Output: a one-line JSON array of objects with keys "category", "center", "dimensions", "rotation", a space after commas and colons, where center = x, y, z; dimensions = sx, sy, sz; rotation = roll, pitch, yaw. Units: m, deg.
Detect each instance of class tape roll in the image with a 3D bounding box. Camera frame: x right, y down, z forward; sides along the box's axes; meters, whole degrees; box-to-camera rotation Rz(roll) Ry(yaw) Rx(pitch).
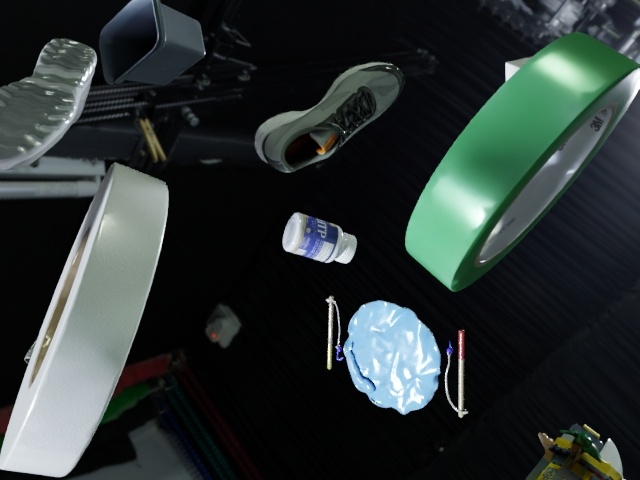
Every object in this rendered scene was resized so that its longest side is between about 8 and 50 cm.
[{"category": "tape roll", "center": [-0.301, 0.091, 0.676], "dimensions": [0.072, 0.392, 0.392], "rotation": [21, -58, -26]}, {"category": "tape roll", "center": [0.239, -0.081, 0.637], "dimensions": [0.321, 0.077, 0.321], "rotation": [-38, -23, -19]}]

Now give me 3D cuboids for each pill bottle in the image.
[{"category": "pill bottle", "center": [0.000, 0.000, 1.472], "dimensions": [0.186, 0.112, 0.112], "rotation": [17, -53, -22]}]

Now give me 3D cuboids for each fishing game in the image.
[{"category": "fishing game", "center": [0.118, 0.188, 0.860], "dimensions": [0.041, 0.264, 0.189], "rotation": [-13, -76, -49]}]

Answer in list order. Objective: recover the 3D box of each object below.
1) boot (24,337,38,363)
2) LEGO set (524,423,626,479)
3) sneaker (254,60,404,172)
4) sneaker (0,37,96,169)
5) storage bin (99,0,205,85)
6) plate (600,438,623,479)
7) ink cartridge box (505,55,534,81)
[{"category": "boot", "center": [-0.562, 0.226, 1.255], "dimensions": [0.189, 0.209, 0.076], "rotation": [19, -53, -15]}, {"category": "LEGO set", "center": [0.305, 0.236, 0.394], "dimensions": [0.192, 0.255, 0.331], "rotation": [-44, -57, -13]}, {"category": "sneaker", "center": [0.027, -0.192, 0.863], "dimensions": [0.271, 0.108, 0.100], "rotation": [-33, -51, -3]}, {"category": "sneaker", "center": [-0.412, -0.189, 0.804], "dimensions": [0.115, 0.105, 0.281], "rotation": [117, 168, -45]}, {"category": "storage bin", "center": [-0.232, -0.276, 0.739], "dimensions": [0.135, 0.098, 0.091], "rotation": [-18, -9, 37]}, {"category": "plate", "center": [0.419, 0.489, 0.826], "dimensions": [0.278, 0.045, 0.278], "rotation": [-5, -75, -51]}, {"category": "ink cartridge box", "center": [0.536, -0.382, 1.243], "dimensions": [0.115, 0.198, 0.067], "rotation": [-15, -59, -4]}]
